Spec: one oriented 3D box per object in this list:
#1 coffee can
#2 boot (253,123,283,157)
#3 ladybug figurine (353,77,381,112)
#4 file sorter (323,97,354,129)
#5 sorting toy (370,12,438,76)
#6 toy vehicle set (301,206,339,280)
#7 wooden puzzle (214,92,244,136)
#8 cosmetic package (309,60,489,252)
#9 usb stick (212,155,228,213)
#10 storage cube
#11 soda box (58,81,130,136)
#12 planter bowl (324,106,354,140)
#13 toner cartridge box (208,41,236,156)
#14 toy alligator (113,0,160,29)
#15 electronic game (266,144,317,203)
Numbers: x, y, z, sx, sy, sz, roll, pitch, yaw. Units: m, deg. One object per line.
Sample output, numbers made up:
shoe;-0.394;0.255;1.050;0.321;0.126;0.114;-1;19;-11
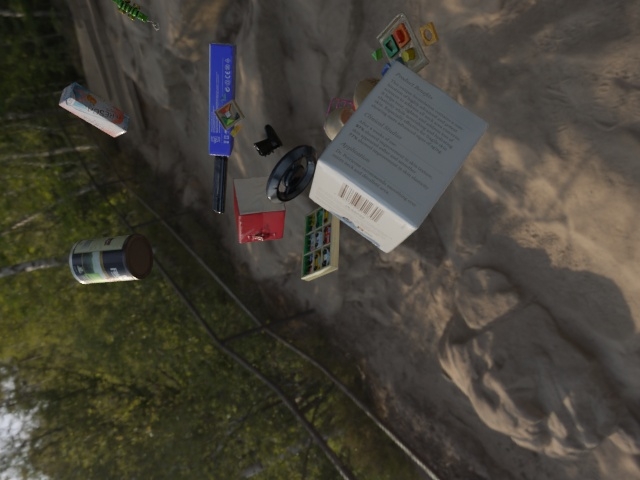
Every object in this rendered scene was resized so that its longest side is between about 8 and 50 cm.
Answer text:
coffee can;-0.908;0.080;2.057;0.201;0.276;0.201;-5;-90;-77
boot;-0.218;-0.394;1.864;0.121;0.099;0.045;57;162;9
ladybug figurine;0.291;-0.455;1.850;0.449;0.305;0.162;52;145;14
file sorter;0.176;-0.626;2.485;0.291;0.182;0.201;36;115;52
sorting toy;0.281;-0.673;1.667;0.195;0.047;0.348;59;159;-5
toy vehicle set;0.000;0.000;1.701;0.166;0.035;0.266;-28;50;44
wooden puzzle;-0.273;-0.377;1.412;0.116;0.079;0.014;53;-172;0
cosmetic package;0.217;-0.233;1.419;0.330;0.393;0.327;37;166;4
usb stick;-0.458;-0.257;2.146;0.077;0.045;0.277;29;122;37
storage cube;-0.247;-0.125;1.889;0.193;0.184;0.214;103;157;-55
soda box;-0.652;-0.376;1.369;0.183;0.063;0.058;32;-128;-51
planter bowl;0.109;-0.506;2.017;0.109;0.162;0.161;147;105;-70
toner cartridge box;-0.326;-0.470;1.568;0.165;0.075;0.347;-106;20;-66
toy alligator;-0.689;-0.849;1.758;0.056;0.190;0.051;-58;28;12
electronic game;-0.093;-0.219;1.575;0.048;0.229;0.229;40;150;21
